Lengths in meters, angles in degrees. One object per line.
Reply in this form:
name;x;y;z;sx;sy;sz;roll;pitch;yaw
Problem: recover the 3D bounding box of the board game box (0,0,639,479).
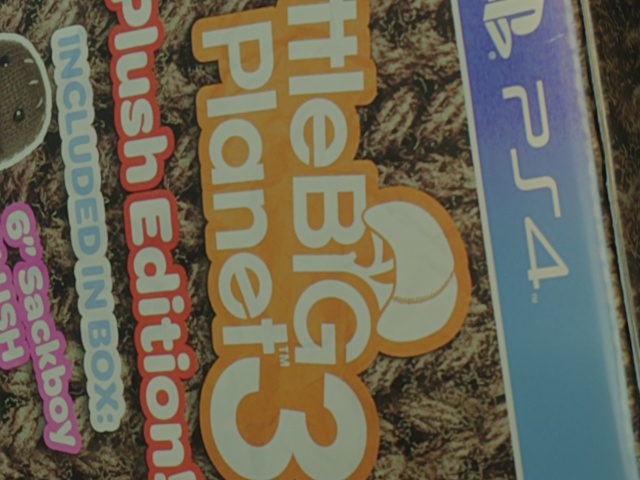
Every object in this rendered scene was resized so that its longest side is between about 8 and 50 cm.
board game box;0.000;0.000;0.484;0.291;0.232;0.141;-10;86;35
